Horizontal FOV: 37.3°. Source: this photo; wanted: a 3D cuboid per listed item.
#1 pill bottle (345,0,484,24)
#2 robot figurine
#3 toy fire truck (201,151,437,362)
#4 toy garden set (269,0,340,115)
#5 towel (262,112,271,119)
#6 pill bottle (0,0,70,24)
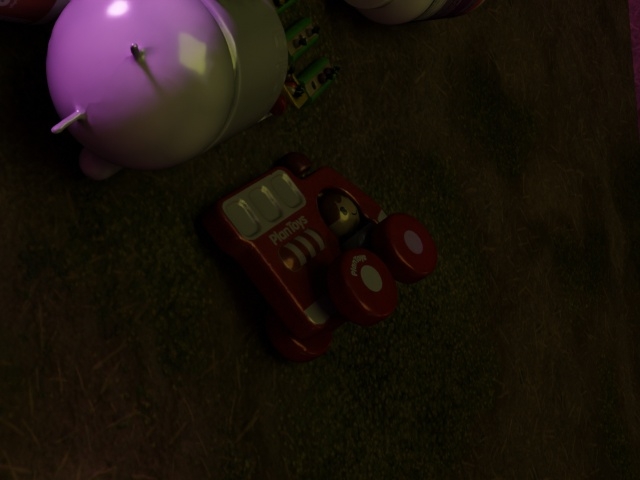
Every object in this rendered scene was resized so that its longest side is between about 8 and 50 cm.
[{"bbox_3d":[0.157,-0.458,1.589,0.323,0.182,0.181,-23,100,-52],"label":"pill bottle"},{"bbox_3d":[-0.159,-0.192,1.028,0.200,0.300,0.353,37,25,3],"label":"robot figurine"},{"bbox_3d":[0.000,0.000,1.303,0.254,0.169,0.302,54,39,-2],"label":"toy fire truck"},{"bbox_3d":[-0.054,-0.309,1.359,0.244,0.049,0.204,64,31,-19],"label":"toy garden set"},{"bbox_3d":[-0.106,-0.241,1.326,0.113,0.023,0.152,-37,108,-53],"label":"towel"},{"bbox_3d":[-0.326,-0.285,0.961,0.216,0.121,0.121,-5,85,-53],"label":"pill bottle"}]
